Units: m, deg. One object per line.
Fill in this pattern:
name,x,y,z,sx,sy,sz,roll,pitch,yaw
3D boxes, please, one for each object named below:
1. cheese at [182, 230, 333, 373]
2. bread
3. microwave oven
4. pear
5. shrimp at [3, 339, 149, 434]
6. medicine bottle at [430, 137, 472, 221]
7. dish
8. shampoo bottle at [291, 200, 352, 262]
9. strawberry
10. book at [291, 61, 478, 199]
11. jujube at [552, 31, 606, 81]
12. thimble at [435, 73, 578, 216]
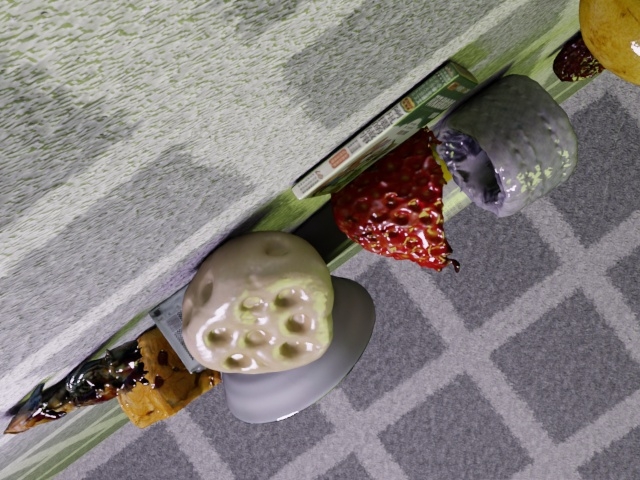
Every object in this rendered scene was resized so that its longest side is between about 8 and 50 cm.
cheese,-0.080,0.093,1.447,0.235,0.218,0.117,-32,-141,20
bread,-0.269,0.229,1.784,0.143,0.149,0.158,-27,171,-42
microwave oven,-0.138,0.101,1.606,0.208,0.122,0.162,-36,176,0
pear,0.434,-0.303,1.333,0.209,0.208,0.209,-36,175,-3
shrimp,-0.378,0.229,1.537,0.289,0.075,0.178,-23,-177,42
medicine bottle,0.280,-0.151,1.994,0.258,0.143,0.143,-36,175,4
dish,-0.064,0.151,1.733,0.317,0.106,0.316,-28,-150,18
shampoo bottle,0.000,0.000,1.849,0.246,0.079,0.080,-40,172,40
strawberry,0.108,-0.049,1.602,0.178,0.233,0.234,-10,174,-1
book,0.092,-0.146,1.403,0.264,0.027,0.202,-37,174,15
jujube,0.525,-0.361,1.978,0.166,0.104,0.104,-35,175,12
thimble,0.317,-0.162,1.792,0.157,0.217,0.245,-31,-170,-12
